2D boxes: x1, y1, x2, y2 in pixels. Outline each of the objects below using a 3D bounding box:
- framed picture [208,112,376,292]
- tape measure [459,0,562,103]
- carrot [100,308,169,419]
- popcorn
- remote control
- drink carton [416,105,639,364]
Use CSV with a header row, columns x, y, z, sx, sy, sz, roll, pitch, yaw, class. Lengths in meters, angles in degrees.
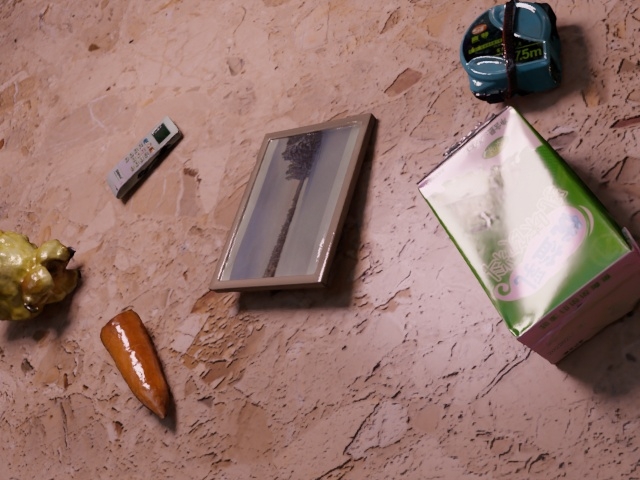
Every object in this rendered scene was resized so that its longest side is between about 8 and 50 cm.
x,y,z,sx,sy,sz,roll,pitch,yaw,class
-0.041,-0.055,1.341,0.213,0.016,0.289,-5,56,37,framed picture
0.249,-0.249,1.199,0.125,0.081,0.146,-11,59,31,tape measure
-0.272,0.194,1.378,0.072,0.072,0.205,-46,48,8,carrot
-0.528,0.072,1.603,0.195,0.173,0.168,11,111,16,popcorn
-0.318,-0.149,1.636,0.166,0.029,0.065,-44,45,4,remote control
0.246,-0.014,1.049,0.161,0.108,0.271,-41,48,17,drink carton
